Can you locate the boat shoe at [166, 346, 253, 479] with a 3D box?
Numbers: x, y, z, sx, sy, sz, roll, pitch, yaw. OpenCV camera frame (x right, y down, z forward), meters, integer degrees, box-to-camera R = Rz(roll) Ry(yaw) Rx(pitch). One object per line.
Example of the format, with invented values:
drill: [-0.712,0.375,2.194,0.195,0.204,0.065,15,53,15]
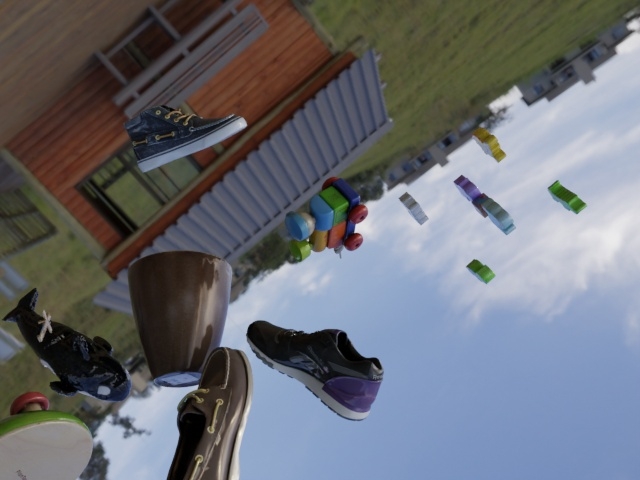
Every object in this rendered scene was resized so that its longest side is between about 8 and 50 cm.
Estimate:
boat shoe: [-0.189,0.307,1.032,0.117,0.097,0.324,-35,-145,34]

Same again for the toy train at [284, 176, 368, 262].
toy train: [0.000,0.000,1.225,0.143,0.105,0.248,-29,151,-23]

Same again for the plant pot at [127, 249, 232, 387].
plant pot: [-0.282,0.171,1.251,0.215,0.215,0.230,-31,-125,38]

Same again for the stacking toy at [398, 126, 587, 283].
stacking toy: [0.229,-0.055,0.868,0.167,0.052,0.221,-41,-139,3]

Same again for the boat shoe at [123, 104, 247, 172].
boat shoe: [-0.202,-0.166,0.901,0.183,0.083,0.065,-18,-167,17]

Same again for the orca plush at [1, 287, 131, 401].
orca plush: [-0.479,0.195,1.211,0.151,0.287,0.102,-27,159,-51]

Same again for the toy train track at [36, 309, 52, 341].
toy train track: [-0.509,0.159,1.132,0.014,0.048,0.083,-12,-153,-7]

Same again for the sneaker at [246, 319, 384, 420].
sneaker: [-0.006,0.200,1.148,0.107,0.283,0.124,-10,126,-61]

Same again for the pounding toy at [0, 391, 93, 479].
pounding toy: [-0.425,0.297,0.847,0.183,0.110,0.236,-6,127,-43]
